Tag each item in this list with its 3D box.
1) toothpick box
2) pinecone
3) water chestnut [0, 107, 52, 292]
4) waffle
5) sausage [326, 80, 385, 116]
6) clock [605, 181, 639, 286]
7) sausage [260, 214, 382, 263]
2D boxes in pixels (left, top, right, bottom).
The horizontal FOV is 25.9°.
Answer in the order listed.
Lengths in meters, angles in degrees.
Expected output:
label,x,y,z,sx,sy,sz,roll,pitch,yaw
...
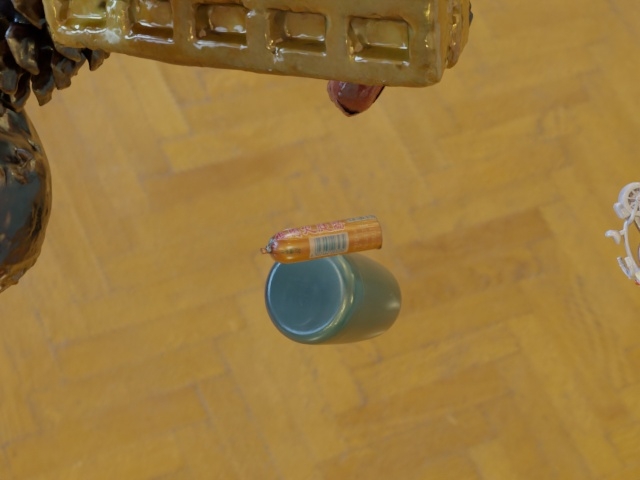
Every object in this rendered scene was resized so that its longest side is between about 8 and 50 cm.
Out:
label,x,y,z,sx,sy,sz,roll,pitch,yaw
toothpick box,0.023,0.069,1.683,0.120,0.120,0.184,59,19,20
pinecone,-0.254,-0.201,1.173,0.179,0.204,0.184,51,22,4
water chestnut,-0.415,-0.043,1.394,0.300,0.300,0.300,9,57,-14
waffle,-0.057,-0.229,0.969,0.328,0.224,0.098,8,27,20
sausage,0.064,-0.242,2.003,0.076,0.141,0.076,29,24,-15
clock,0.395,-0.006,1.691,0.087,0.041,0.129,-30,92,-3
sausage,0.000,0.000,1.166,0.107,0.031,0.031,-8,62,-24
